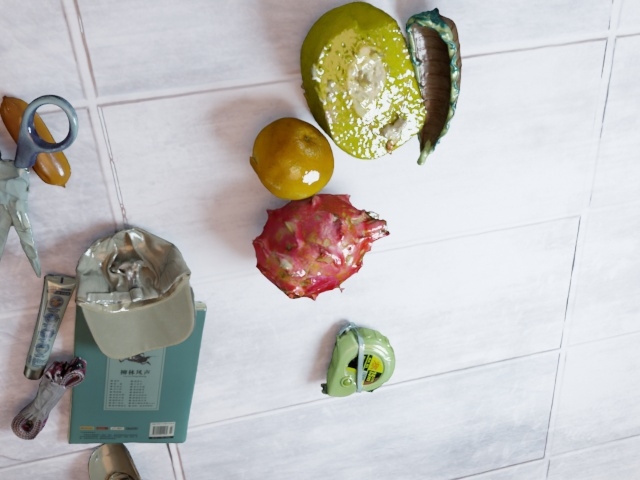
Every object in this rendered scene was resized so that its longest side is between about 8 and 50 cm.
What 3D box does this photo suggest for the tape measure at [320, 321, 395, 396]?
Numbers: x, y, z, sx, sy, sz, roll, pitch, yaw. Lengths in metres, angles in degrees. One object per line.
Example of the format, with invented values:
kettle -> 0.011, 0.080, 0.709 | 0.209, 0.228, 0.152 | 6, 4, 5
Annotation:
tape measure -> 0.092, 0.271, 1.595 | 0.154, 0.087, 0.178 | 9, 116, -7

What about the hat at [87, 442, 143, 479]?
hat -> -0.455, 0.537, 1.619 | 0.147, 0.085, 0.175 | -9, 99, 2

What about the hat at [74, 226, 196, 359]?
hat -> -0.361, 0.103, 1.371 | 0.214, 0.149, 0.245 | -12, 143, -17

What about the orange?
orange -> -0.052, -0.145, 1.282 | 0.154, 0.155, 0.134 | 12, 145, -21

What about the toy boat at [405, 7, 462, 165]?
toy boat -> 0.210, -0.284, 1.302 | 0.099, 0.108, 0.293 | -35, 135, -33

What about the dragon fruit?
dragon fruit -> 0.000, 0.000, 1.353 | 0.268, 0.210, 0.205 | -19, 166, -3

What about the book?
book -> -0.395, 0.289, 1.504 | 0.264, 0.031, 0.379 | 5, 118, -18

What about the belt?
belt -> -0.563, 0.323, 1.448 | 0.071, 0.053, 0.232 | 37, 111, -12

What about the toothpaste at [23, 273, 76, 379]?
toothpaste -> -0.541, 0.172, 1.392 | 0.062, 0.039, 0.239 | 13, 113, -26

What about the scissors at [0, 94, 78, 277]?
scissors -> -0.537, -0.095, 1.209 | 0.256, 0.029, 0.384 | 16, 124, 3

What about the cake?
cake -> 0.066, -0.276, 1.239 | 0.179, 0.156, 0.261 | -28, 121, -6

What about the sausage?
sausage -> -0.484, -0.164, 1.203 | 0.062, 0.054, 0.183 | -26, 120, -8
